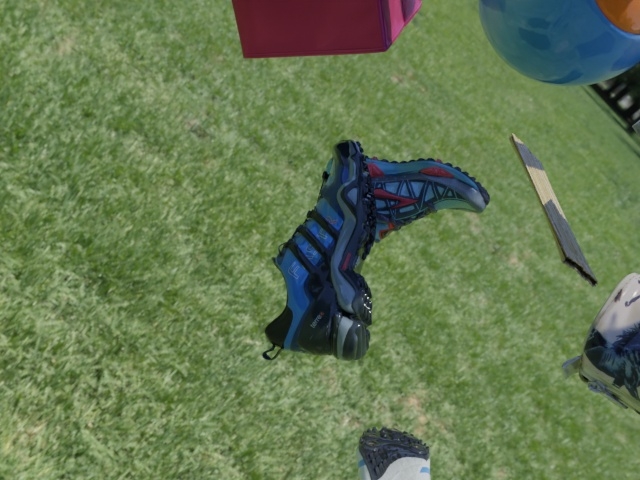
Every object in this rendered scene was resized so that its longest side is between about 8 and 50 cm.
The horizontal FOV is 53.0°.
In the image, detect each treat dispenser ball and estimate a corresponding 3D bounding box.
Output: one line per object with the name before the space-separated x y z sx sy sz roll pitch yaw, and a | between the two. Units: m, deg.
treat dispenser ball | 0.381 -0.375 0.954 0.288 0.288 0.288 36 28 -23

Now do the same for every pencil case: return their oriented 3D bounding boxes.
pencil case | 0.515 0.218 0.781 0.410 0.183 0.160 38 -4 35

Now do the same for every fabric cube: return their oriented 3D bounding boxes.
fabric cube | 0.006 -0.467 1.042 0.259 0.254 0.258 -59 145 -49

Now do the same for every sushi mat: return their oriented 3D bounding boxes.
sushi mat | 0.447 -0.064 1.242 0.151 0.019 0.316 30 38 -39

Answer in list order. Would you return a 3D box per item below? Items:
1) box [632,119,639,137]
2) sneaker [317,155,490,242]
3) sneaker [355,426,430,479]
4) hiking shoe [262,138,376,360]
box | 0.607 -0.195 1.032 0.203 0.114 0.103 -31 87 -43
sneaker | 0.118 -0.049 0.954 0.104 0.262 0.125 40 62 -55
sneaker | 0.076 0.265 0.636 0.085 0.086 0.237 9 16 -4
hiking shoe | 0.000 0.000 0.820 0.113 0.132 0.304 67 25 -61
